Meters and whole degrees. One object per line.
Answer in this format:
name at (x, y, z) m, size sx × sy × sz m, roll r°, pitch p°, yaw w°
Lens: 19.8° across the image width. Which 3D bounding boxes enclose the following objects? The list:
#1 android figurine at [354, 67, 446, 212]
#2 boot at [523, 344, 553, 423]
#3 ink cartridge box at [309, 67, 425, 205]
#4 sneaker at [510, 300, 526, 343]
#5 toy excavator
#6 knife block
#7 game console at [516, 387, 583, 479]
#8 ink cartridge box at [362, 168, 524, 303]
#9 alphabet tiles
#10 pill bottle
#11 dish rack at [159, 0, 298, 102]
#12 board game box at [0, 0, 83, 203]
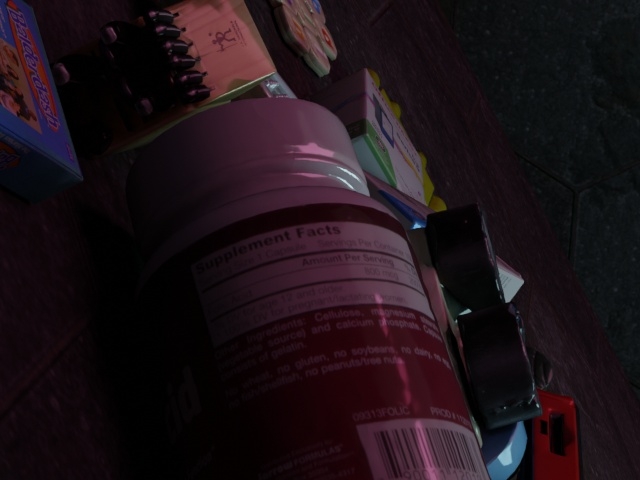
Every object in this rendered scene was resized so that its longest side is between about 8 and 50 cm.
android figurine at (0.100, -0.120, 2.547) m, size 0.248 × 0.056 × 0.273 m, roll 63°, pitch 12°, yaw -7°
boot at (0.163, 0.163, 2.207) m, size 0.246 × 0.083 × 0.161 m, roll 34°, pitch -39°, yaw 22°
ink cartridge box at (0.055, -0.096, 2.259) m, size 0.154 × 0.093 × 0.212 m, roll 58°, pitch 13°, yaw -22°
sneaker at (0.187, 0.095, 2.318) m, size 0.079 × 0.121 × 0.217 m, roll 45°, pitch -12°, yaw 53°
toy excavator at (0.102, 0.157, 1.847) m, size 0.433 × 0.222 × 0.445 m, roll -101°, pitch 174°, yaw -49°
knife block at (-0.173, -0.122, 1.531) m, size 0.275 × 0.242 × 0.088 m, roll -22°, pitch -87°, yaw 59°
game console at (0.206, 0.359, 1.797) m, size 0.386 × 0.060 × 0.342 m, roll -71°, pitch 169°, yaw -69°
ink cartridge box at (0.112, 0.011, 2.089) m, size 0.203 × 0.086 × 0.148 m, roll 28°, pitch 10°, yaw -41°
alphabet tiles at (-0.058, -0.358, 2.451) m, size 0.278 × 0.021 × 0.284 m, roll 37°, pitch 30°, yaw -61°
pill bottle at (-0.016, 0.101, 1.381) m, size 0.224 × 0.224 × 0.392 m, roll 42°, pitch 26°, yaw -57°
dish rack at (-0.052, -0.115, 1.859) m, size 0.333 × 0.072 × 0.285 m, roll 49°, pitch 7°, yaw -47°
board game box at (-0.254, -0.132, 1.281) m, size 0.210 × 0.047 × 0.160 m, roll 37°, pitch 30°, yaw -61°
